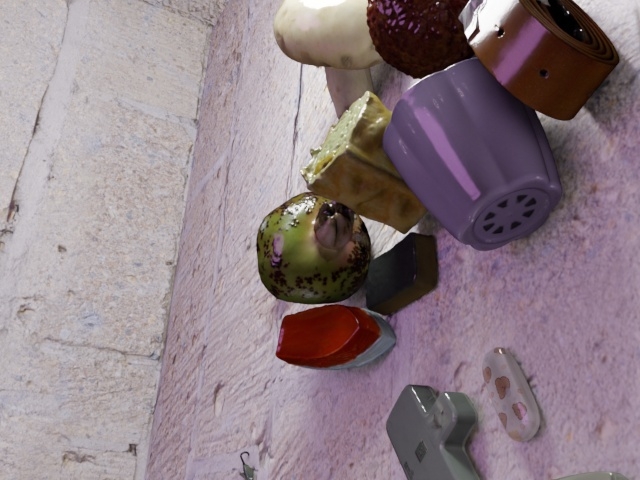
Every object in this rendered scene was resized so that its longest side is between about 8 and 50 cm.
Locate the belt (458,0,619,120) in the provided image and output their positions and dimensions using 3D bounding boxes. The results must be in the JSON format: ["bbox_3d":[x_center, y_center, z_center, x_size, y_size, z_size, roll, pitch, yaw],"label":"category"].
[{"bbox_3d":[0.345,-0.330,1.168,0.122,0.217,0.339,-57,23,35],"label":"belt"}]

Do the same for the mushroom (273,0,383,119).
[{"bbox_3d":[0.074,-0.532,1.840,0.353,0.353,0.325,-25,34,60],"label":"mushroom"}]

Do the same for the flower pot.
[{"bbox_3d":[0.268,-0.125,1.212,0.265,0.265,0.243,-53,47,41],"label":"flower pot"}]

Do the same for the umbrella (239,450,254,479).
[{"bbox_3d":[-0.194,0.680,1.989,0.269,0.044,0.044,-123,21,-60],"label":"umbrella"}]

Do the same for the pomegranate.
[{"bbox_3d":[0.000,0.000,1.649,0.341,0.285,0.285,131,146,-60],"label":"pomegranate"}]

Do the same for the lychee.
[{"bbox_3d":[0.217,-0.463,1.494,0.260,0.260,0.261,-43,39,50],"label":"lychee"}]

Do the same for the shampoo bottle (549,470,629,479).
[{"bbox_3d":[0.337,0.364,0.993,0.212,0.049,0.072,-42,44,51],"label":"shampoo bottle"}]

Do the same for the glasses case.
[{"bbox_3d":[0.302,0.243,1.149,0.063,0.041,0.164,-58,30,33],"label":"glasses case"}]

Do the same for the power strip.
[{"bbox_3d":[0.209,0.355,1.265,0.265,0.059,0.194,-115,41,-55],"label":"power strip"}]

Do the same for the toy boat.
[{"bbox_3d":[0.042,0.228,1.643,0.331,0.133,0.145,-15,57,51],"label":"toy boat"}]

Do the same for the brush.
[{"bbox_3d":[0.167,0.071,1.522,0.197,0.059,0.123,-40,39,51],"label":"brush"}]

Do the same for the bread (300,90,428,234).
[{"bbox_3d":[0.127,-0.156,1.466,0.238,0.252,0.196,-43,19,41],"label":"bread"}]
